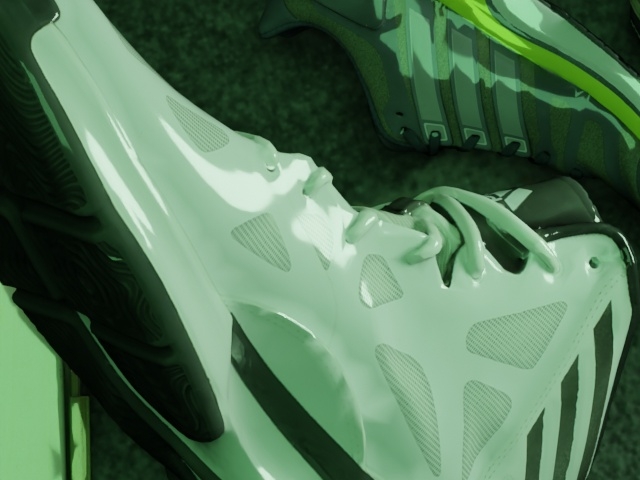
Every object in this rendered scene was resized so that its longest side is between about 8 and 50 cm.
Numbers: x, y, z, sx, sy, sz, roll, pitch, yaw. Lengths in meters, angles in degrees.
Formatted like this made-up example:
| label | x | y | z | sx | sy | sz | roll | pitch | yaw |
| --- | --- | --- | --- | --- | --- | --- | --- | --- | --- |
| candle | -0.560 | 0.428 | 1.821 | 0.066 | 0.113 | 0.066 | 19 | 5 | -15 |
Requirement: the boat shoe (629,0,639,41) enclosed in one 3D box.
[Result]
| label | x | y | z | sx | sy | sz | roll | pitch | yaw |
| --- | --- | --- | --- | --- | --- | --- | --- | --- | --- |
| boat shoe | 0.244 | -0.062 | 1.100 | 0.080 | 0.073 | 0.223 | -20 | 55 | -34 |

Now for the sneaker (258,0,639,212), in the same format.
| label | x | y | z | sx | sy | sz | roll | pitch | yaw |
| --- | --- | --- | --- | --- | --- | --- | --- | --- | --- |
| sneaker | 0.096 | -0.084 | 1.109 | 0.300 | 0.111 | 0.121 | 40 | 100 | 6 |

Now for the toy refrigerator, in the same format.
| label | x | y | z | sx | sy | sz | roll | pitch | yaw |
| --- | --- | --- | --- | --- | --- | --- | --- | --- | --- |
| toy refrigerator | -0.171 | 0.090 | 1.062 | 0.094 | 0.102 | 0.270 | -3 | 80 | -2 |

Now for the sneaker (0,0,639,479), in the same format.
| label | x | y | z | sx | sy | sz | roll | pitch | yaw |
| --- | --- | --- | --- | --- | --- | --- | --- | --- | --- |
| sneaker | 0.000 | 0.000 | 0.999 | 0.257 | 0.169 | 0.447 | -43 | 120 | -21 |
